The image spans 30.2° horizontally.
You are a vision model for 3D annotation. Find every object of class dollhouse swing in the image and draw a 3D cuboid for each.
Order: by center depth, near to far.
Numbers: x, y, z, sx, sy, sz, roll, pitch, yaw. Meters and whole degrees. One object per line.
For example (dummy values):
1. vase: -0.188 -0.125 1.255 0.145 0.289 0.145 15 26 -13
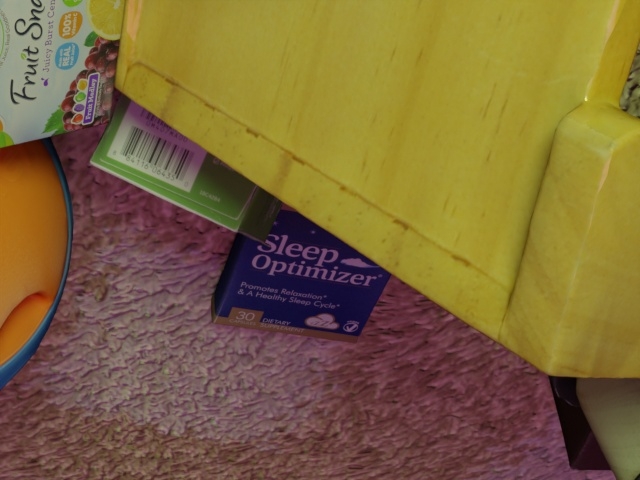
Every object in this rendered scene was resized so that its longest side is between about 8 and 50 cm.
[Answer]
1. dollhouse swing: 0.092 -0.144 0.628 0.315 0.347 0.304 8 110 -49

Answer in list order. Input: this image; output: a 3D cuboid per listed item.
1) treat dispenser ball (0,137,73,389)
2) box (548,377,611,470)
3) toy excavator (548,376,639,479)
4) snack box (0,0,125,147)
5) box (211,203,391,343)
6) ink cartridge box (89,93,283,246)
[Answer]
1. treat dispenser ball: -0.308 -0.006 0.773 0.288 0.288 0.288 -3 137 -2
2. box: 0.338 0.040 0.998 0.191 0.143 0.381 2 135 -9
3. toy excavator: 0.439 0.054 0.791 0.433 0.222 0.445 20 123 -26
4. snack box: -0.156 -0.121 0.637 0.100 0.037 0.141 -18 136 -38
5. box: 0.000 0.000 0.996 0.137 0.036 0.225 9 134 -15
6. ink cartridge box: -0.081 -0.049 0.855 0.109 0.062 0.209 25 179 5
